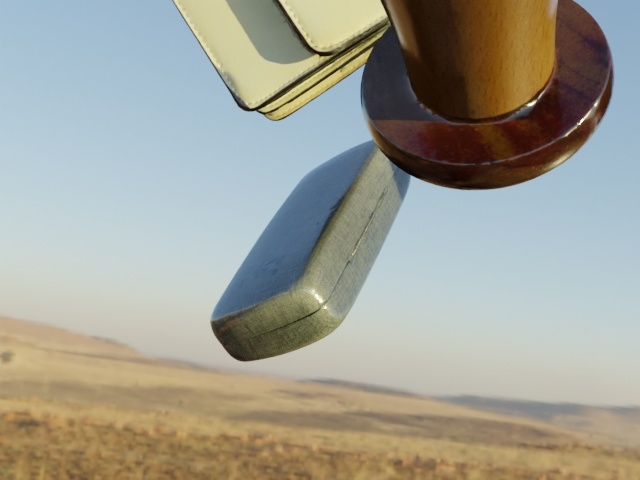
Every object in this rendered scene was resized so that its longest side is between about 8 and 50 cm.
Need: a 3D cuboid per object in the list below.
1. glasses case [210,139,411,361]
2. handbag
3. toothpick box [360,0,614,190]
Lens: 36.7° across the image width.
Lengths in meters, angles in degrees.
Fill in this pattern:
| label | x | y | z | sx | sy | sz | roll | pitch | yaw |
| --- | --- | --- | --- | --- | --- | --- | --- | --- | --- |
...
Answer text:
| label | x | y | z | sx | sy | sz | roll | pitch | yaw |
| --- | --- | --- | --- | --- | --- | --- | --- | --- | --- |
| glasses case | 0.000 | 0.000 | 1.006 | 0.131 | 0.323 | 0.074 | -23 | -69 | 32 |
| handbag | -0.062 | -0.334 | 1.010 | 0.236 | 0.359 | 0.160 | -33 | -4 | 7 |
| toothpick box | 0.107 | -0.167 | 0.670 | 0.192 | 0.192 | 0.294 | 5 | -31 | 18 |
